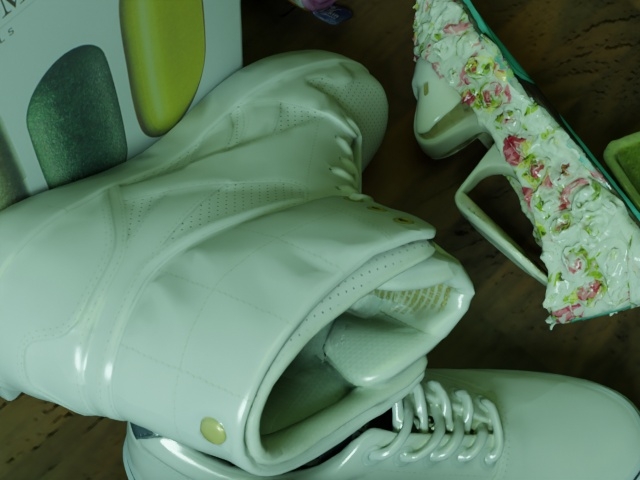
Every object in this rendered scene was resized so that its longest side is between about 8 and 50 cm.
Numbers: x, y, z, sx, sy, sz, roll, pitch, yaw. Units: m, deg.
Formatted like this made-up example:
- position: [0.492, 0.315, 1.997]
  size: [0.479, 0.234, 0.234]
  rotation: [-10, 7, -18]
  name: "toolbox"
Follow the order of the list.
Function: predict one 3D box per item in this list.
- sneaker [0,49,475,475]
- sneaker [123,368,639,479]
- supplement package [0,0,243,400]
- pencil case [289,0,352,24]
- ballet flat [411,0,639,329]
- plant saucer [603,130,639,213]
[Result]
- position: [0.000, 0.000, 0.451]
  size: [0.169, 0.108, 0.292]
  rotation: [16, 35, 26]
  name: "sneaker"
- position: [0.035, 0.097, 0.465]
  size: [0.258, 0.091, 0.094]
  rotation: [-2, 62, -5]
  name: "sneaker"
- position: [-0.171, -0.095, 0.458]
  size: [0.198, 0.262, 0.199]
  rotation: [35, 66, 14]
  name: "supplement package"
- position: [-0.075, -0.260, 0.641]
  size: [0.284, 0.124, 0.124]
  rotation: [35, 65, 13]
  name: "pencil case"
- position: [0.100, -0.055, 0.561]
  size: [0.077, 0.091, 0.241]
  rotation: [-33, 62, 6]
  name: "ballet flat"
- position: [0.277, 0.003, 0.558]
  size: [0.188, 0.045, 0.188]
  rotation: [-20, 65, -14]
  name: "plant saucer"
